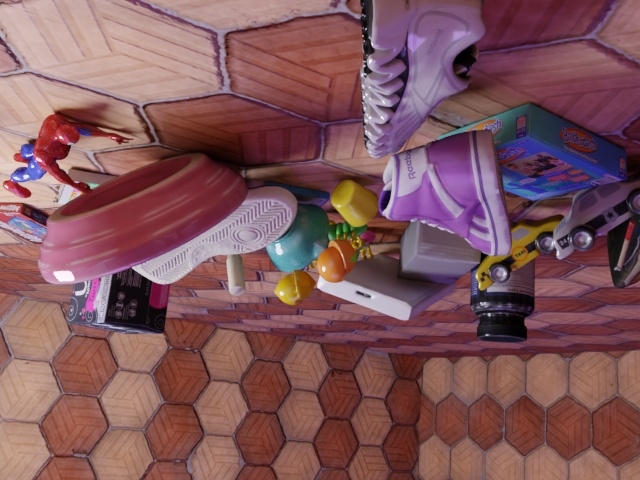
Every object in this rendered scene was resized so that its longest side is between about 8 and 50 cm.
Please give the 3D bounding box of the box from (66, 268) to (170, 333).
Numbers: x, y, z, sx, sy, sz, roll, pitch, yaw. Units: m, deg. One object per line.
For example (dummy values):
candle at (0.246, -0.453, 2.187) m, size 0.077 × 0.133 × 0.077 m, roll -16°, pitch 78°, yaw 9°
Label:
box at (-0.430, 0.071, 1.559) m, size 0.142 × 0.247 × 0.163 m, roll -8°, pitch 161°, yaw 38°

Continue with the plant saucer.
plant saucer at (-0.275, -0.048, 1.085) m, size 0.332 × 0.084 × 0.332 m, roll -18°, pitch -161°, yaw 6°

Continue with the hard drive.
hard drive at (0.151, 0.093, 1.542) m, size 0.203 × 0.040 × 0.307 m, roll 19°, pitch -165°, yaw 23°

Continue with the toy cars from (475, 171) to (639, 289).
toy cars at (0.373, -0.029, 1.141) m, size 0.176 × 0.087 × 0.394 m, roll -35°, pitch 178°, yaw -27°

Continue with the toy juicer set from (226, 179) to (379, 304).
toy juicer set at (-0.050, 0.024, 1.256) m, size 0.329 × 0.209 × 0.089 m, roll -12°, pitch 147°, yaw 35°

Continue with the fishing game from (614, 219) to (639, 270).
fishing game at (0.561, -0.022, 1.031) m, size 0.264 × 0.041 × 0.189 m, roll -19°, pitch 147°, yaw 1°

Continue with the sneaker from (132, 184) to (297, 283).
sneaker at (-0.192, -0.048, 1.270) m, size 0.350 × 0.148 × 0.131 m, roll -20°, pitch 135°, yaw 26°

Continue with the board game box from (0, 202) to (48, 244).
board game box at (-0.682, -0.035, 1.678) m, size 0.145 × 0.027 × 0.281 m, roll 3°, pitch 166°, yaw 12°

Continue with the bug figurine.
bug figurine at (0.000, 0.000, 1.453) m, size 0.216 × 0.072 × 0.279 m, roll -6°, pitch 168°, yaw 12°

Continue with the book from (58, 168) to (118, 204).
book at (-0.434, -0.097, 1.347) m, size 0.096 × 0.035 × 0.144 m, roll 7°, pitch 165°, yaw -24°

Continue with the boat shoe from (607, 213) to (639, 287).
boat shoe at (0.575, 0.006, 1.227) m, size 0.120 × 0.122 × 0.324 m, roll -3°, pitch 165°, yaw 9°

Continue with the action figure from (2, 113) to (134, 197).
action figure at (-0.395, -0.120, 1.119) m, size 0.139 × 0.091 × 0.280 m, roll 20°, pitch 161°, yaw -27°

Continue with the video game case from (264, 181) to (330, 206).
video game case at (-0.064, -0.071, 1.346) m, size 0.119 × 0.015 × 0.166 m, roll 9°, pitch 165°, yaw -17°

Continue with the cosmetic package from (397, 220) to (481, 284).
cosmetic package at (0.231, 0.015, 1.411) m, size 0.127 × 0.107 × 0.238 m, roll 7°, pitch 169°, yaw 1°

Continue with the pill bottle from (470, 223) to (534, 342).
pill bottle at (0.355, 0.084, 1.398) m, size 0.123 × 0.219 × 0.123 m, roll 4°, pitch 166°, yaw 1°

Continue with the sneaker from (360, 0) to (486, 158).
sneaker at (0.100, -0.166, 0.754) m, size 0.118 × 0.110 × 0.292 m, roll -4°, pitch 166°, yaw 1°

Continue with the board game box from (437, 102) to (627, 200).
board game box at (0.290, -0.114, 0.988) m, size 0.210 × 0.047 × 0.160 m, roll 14°, pitch 163°, yaw -34°

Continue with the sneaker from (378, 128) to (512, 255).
sneaker at (0.165, -0.052, 0.953) m, size 0.161 × 0.102 × 0.282 m, roll -11°, pitch 151°, yaw 17°

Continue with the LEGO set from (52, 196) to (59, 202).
LEGO set at (-0.488, -0.082, 1.425) m, size 0.054 × 0.023 × 0.083 m, roll 7°, pitch 179°, yaw 34°
